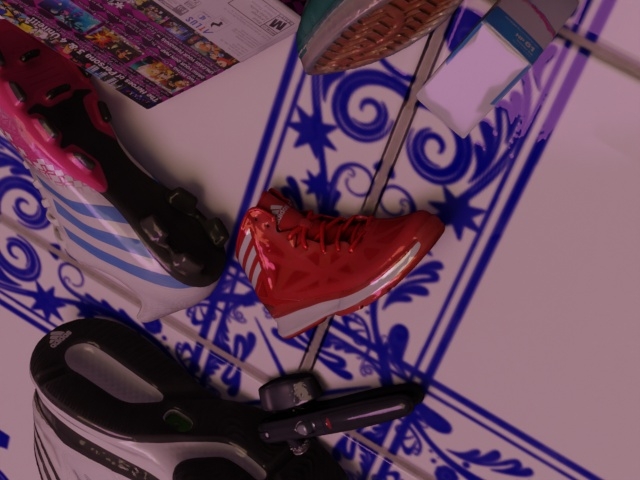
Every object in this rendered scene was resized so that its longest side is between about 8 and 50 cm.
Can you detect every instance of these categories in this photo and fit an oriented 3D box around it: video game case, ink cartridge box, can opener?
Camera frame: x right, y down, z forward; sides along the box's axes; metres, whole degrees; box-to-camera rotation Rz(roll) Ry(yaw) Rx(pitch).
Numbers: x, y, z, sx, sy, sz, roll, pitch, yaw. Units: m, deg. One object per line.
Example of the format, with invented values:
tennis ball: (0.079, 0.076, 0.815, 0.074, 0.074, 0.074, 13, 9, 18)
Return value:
video game case: (-0.159, -0.212, 1.159, 0.210, 0.042, 0.232, -22, 140, 38)
ink cartridge box: (0.135, -0.145, 1.049, 0.052, 0.122, 0.088, 41, 131, -2)
can opener: (0.015, 0.168, 1.353, 0.186, 0.059, 0.073, -10, 112, 35)

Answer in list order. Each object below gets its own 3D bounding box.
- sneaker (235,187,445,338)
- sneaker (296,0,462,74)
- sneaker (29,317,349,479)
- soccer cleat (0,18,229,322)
sneaker: (0.000, 0.000, 1.243, 0.221, 0.087, 0.128, -33, 100, 39)
sneaker: (0.060, -0.242, 1.058, 0.302, 0.108, 0.121, -44, 63, 50)
sneaker: (-0.129, 0.291, 1.477, 0.447, 0.169, 0.257, 36, 139, 17)
soccer cleat: (-0.234, -0.055, 1.329, 0.331, 0.116, 0.143, 49, 130, -4)
